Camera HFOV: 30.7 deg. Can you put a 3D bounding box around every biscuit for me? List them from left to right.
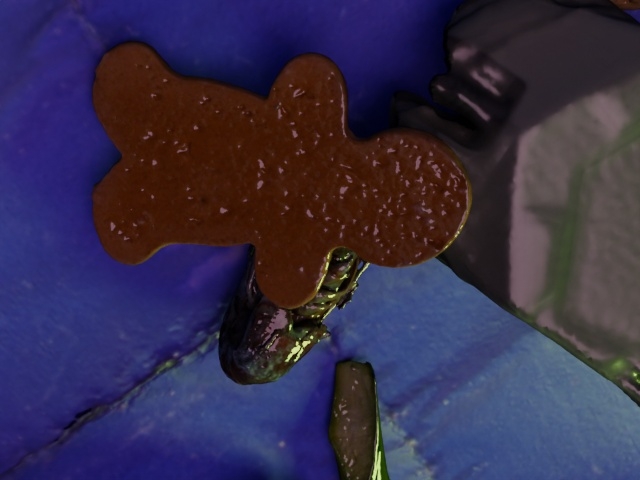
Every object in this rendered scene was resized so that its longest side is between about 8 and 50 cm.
[{"bbox_3d":[-0.027,-0.040,0.752,0.250,0.036,0.165,7,105,9],"label":"biscuit"}]

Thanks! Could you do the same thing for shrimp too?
[{"bbox_3d":[0.000,0.000,0.808,0.090,0.079,0.233,32,97,-29],"label":"shrimp"}]

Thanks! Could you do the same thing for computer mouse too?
[{"bbox_3d":[0.236,-0.009,0.830,0.429,0.145,0.228,33,96,-14],"label":"computer mouse"}]

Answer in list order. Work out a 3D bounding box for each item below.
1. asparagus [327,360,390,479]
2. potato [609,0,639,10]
[{"bbox_3d":[0.033,0.177,0.915,0.045,0.041,0.178,-16,116,-16],"label":"asparagus"},{"bbox_3d":[0.216,-0.197,0.789,0.068,0.062,0.083,41,77,-42],"label":"potato"}]
